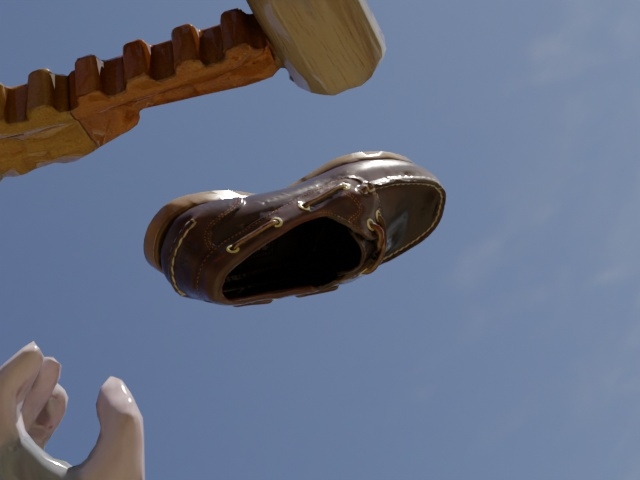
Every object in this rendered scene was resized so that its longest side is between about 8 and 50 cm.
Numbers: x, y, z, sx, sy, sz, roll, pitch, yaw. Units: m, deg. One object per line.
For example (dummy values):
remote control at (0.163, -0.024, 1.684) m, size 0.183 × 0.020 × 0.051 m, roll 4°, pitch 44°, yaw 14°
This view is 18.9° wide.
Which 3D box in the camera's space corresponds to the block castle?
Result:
block castle at (-0.140, -0.269, 1.018) m, size 0.303 × 0.453 × 0.213 m, roll -15°, pitch -33°, yaw 11°

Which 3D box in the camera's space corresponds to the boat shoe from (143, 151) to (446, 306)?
boat shoe at (0.000, 0.000, 1.114) m, size 0.207 × 0.073 × 0.073 m, roll -17°, pitch -60°, yaw -37°

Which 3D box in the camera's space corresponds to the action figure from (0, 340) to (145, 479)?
action figure at (0.010, 0.197, 0.367) m, size 0.276 × 0.248 × 0.370 m, roll -64°, pitch -32°, yaw -17°
